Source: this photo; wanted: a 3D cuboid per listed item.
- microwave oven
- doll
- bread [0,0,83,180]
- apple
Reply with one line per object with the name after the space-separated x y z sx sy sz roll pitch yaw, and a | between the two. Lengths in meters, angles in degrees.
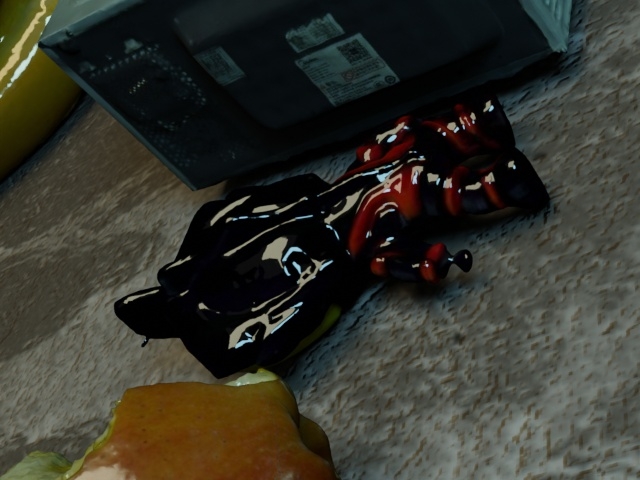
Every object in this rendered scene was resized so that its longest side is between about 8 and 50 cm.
0.004 -0.184 0.771 0.295 0.181 0.237 -18 43 34 | microwave oven
0.002 0.003 0.666 0.248 0.088 0.127 -28 15 7 | doll
-0.386 -0.206 1.143 0.424 0.245 0.329 -45 33 5 | bread
-0.060 0.135 0.518 0.158 0.156 0.147 -23 54 11 | apple
